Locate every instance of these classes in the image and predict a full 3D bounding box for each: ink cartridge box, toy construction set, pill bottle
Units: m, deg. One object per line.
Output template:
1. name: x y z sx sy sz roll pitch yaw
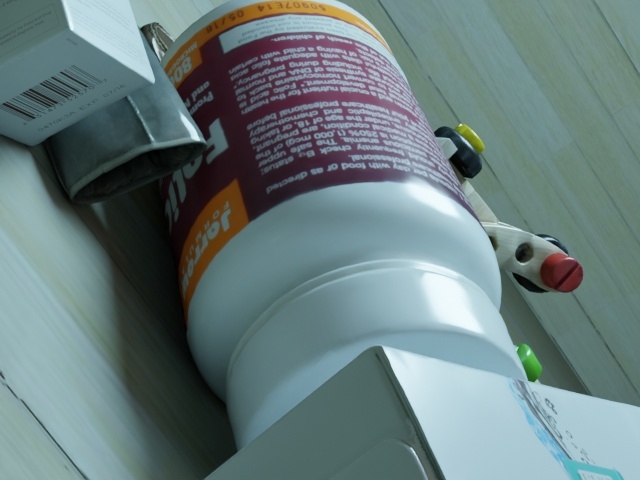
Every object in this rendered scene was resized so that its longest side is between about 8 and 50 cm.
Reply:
1. ink cartridge box: 0.075 0.201 0.572 0.270 0.198 0.197 18 39 -47
2. toy construction set: 0.091 0.027 1.058 0.237 0.257 0.309 56 14 -20
3. pill bottle: 0.000 0.000 0.855 0.224 0.224 0.392 47 16 -39

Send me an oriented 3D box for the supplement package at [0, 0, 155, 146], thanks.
1. supplement package: -0.197 -0.170 0.743 0.105 0.105 0.179 25 43 -66

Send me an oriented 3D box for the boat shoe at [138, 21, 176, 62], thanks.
1. boat shoe: -0.083 -0.124 1.133 0.257 0.095 0.095 50 14 -30

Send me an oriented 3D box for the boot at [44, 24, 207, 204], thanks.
1. boot: -0.137 -0.148 0.824 0.208 0.189 0.076 56 -7 25
